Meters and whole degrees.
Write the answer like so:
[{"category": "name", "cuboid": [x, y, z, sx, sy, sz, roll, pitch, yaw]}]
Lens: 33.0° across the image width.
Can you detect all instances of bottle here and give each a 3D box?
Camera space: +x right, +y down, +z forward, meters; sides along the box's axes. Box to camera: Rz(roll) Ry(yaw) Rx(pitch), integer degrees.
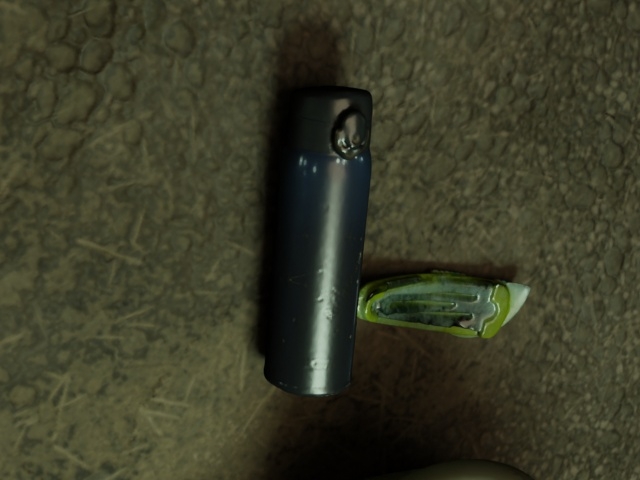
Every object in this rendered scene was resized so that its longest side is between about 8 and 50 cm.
[{"category": "bottle", "cuboid": [0.000, 0.000, 0.842, 0.072, 0.082, 0.244, -4, 109, -26]}]

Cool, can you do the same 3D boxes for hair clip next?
[{"category": "hair clip", "cuboid": [0.103, 0.057, 0.950, 0.188, 0.033, 0.060, 6, 106, -34]}]

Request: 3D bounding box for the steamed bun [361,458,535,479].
[{"category": "steamed bun", "cuboid": [0.101, 0.365, 0.931, 0.342, 0.255, 0.367, -34, 95, 0]}]
